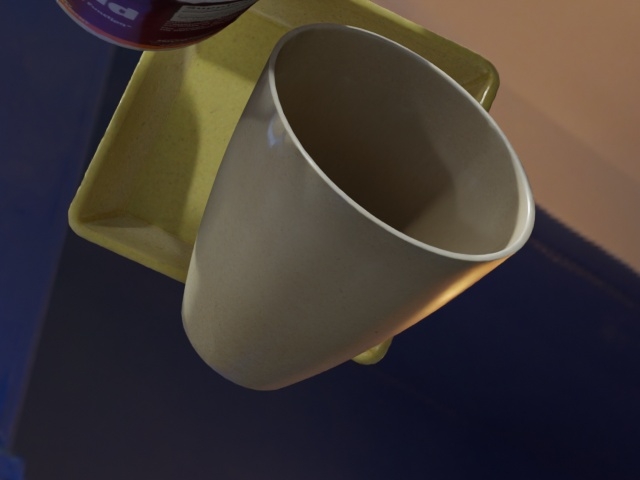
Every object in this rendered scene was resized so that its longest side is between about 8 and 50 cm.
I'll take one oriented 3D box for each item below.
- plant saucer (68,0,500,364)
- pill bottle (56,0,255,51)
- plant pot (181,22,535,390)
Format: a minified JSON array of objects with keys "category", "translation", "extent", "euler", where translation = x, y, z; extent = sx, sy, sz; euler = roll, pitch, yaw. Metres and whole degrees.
[{"category":"plant saucer","translation":[-0.034,-0.088,1.405],"extent":[0.333,0.332,0.081],"euler":[25,-10,-6]},{"category":"pill bottle","translation":[-0.111,-0.286,1.140],"extent":[0.224,0.224,0.392],"euler":[17,-5,-14]},{"category":"plant pot","translation":[0.000,0.000,1.220],"extent":[0.256,0.256,0.274],"euler":[22,-51,-22]}]
